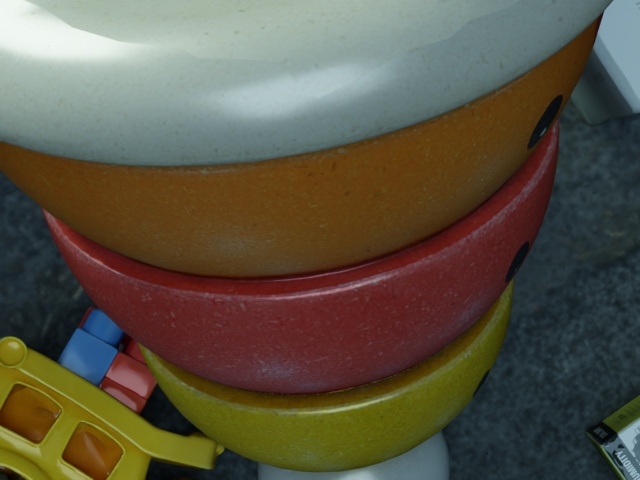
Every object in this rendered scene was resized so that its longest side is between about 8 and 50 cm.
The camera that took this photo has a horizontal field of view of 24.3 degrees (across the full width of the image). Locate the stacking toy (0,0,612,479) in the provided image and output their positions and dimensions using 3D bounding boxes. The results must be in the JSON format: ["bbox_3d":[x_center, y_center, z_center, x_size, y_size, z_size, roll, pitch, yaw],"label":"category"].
[{"bbox_3d":[0.000,0.000,0.803,0.350,0.351,0.480,-11,130,0],"label":"stacking toy"}]

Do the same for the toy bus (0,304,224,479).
[{"bbox_3d":[-0.132,0.144,0.903,0.220,0.149,0.211,33,76,-4],"label":"toy bus"}]

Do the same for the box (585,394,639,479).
[{"bbox_3d":[0.288,0.091,0.935,0.232,0.058,0.087,-35,92,0],"label":"box"}]

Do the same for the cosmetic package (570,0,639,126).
[{"bbox_3d":[0.298,-0.283,0.868,0.453,0.161,0.230,-32,91,1],"label":"cosmetic package"}]
